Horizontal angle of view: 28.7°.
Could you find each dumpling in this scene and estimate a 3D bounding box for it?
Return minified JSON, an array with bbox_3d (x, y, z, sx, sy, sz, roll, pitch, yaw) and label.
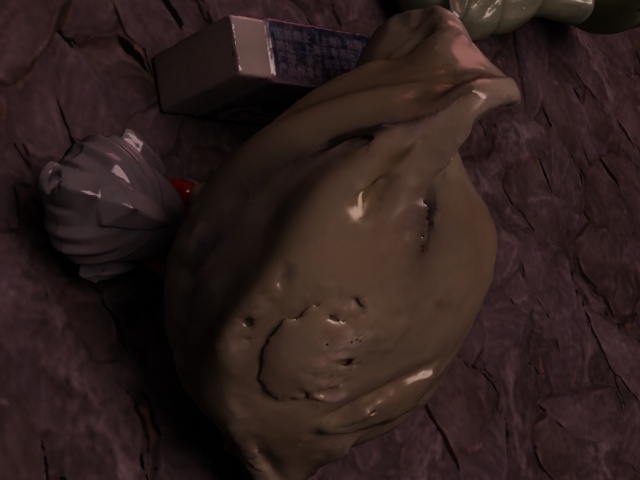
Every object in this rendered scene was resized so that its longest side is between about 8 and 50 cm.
[{"bbox_3d":[0.000,0.000,0.770,0.187,0.318,0.243,18,31,-14],"label":"dumpling"}]

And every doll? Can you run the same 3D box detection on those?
[{"bbox_3d":[-0.109,-0.015,0.760,0.180,0.079,0.094,21,86,-54],"label":"doll"}]

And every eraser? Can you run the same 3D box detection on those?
[{"bbox_3d":[-0.006,-0.112,0.880,0.212,0.092,0.046,0,77,-43],"label":"eraser"}]

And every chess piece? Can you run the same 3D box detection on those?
[{"bbox_3d":[0.172,-0.258,1.085,0.298,0.175,0.176,-12,85,-33],"label":"chess piece"}]
